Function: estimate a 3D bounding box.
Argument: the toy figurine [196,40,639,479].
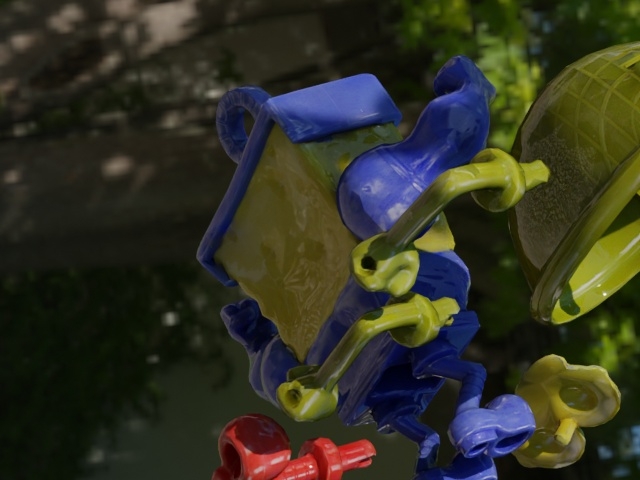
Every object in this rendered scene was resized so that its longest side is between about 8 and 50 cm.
[{"bbox_3d":[0.000,0.000,0.673,0.217,0.191,0.362,59,-36,29],"label":"toy figurine"}]
